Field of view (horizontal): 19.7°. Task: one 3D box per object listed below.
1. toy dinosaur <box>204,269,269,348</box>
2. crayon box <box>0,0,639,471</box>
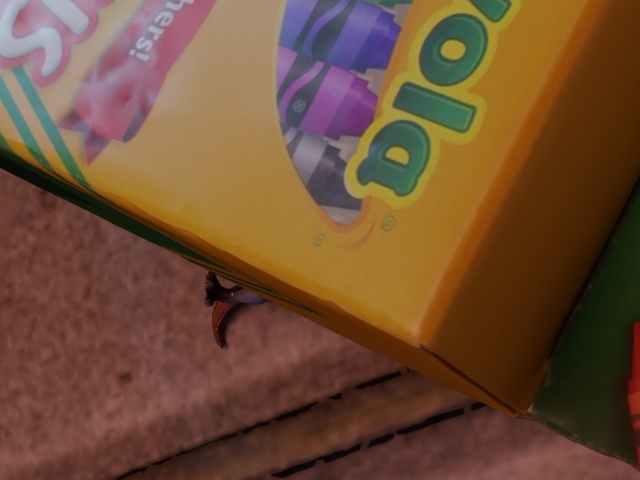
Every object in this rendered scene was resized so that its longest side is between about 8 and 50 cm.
[{"bbox_3d":[0.000,0.000,0.637,0.082,0.090,0.047,-3,67,-1],"label":"toy dinosaur"},{"bbox_3d":[0.009,-0.083,0.569,0.318,0.081,0.202,23,83,34],"label":"crayon box"}]
